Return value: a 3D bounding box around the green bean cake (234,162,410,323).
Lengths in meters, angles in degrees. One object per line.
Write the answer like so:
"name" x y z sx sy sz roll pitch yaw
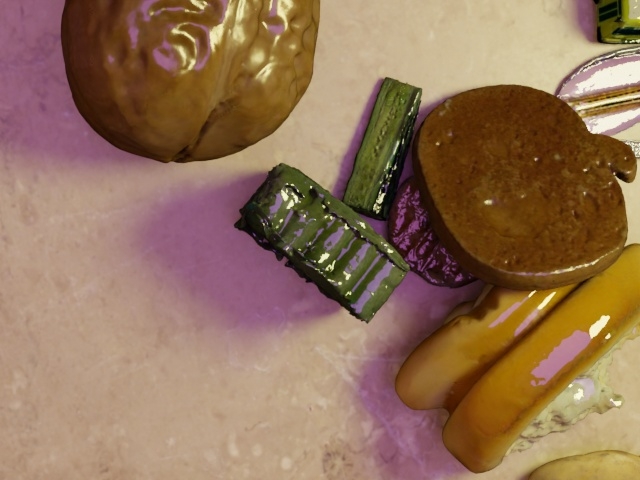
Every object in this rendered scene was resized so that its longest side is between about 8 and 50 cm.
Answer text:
"green bean cake" 0.000 0.000 1.700 0.241 0.255 0.132 41 87 -3

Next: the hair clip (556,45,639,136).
"hair clip" 0.527 -0.241 1.835 0.359 0.095 0.110 -9 129 3

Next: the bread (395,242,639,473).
"bread" 0.331 0.155 1.779 0.424 0.329 0.245 -44 56 -1

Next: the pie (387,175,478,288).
"pie" 0.192 -0.018 1.820 0.195 0.046 0.195 0 93 -7

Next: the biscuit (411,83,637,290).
"biscuit" 0.304 -0.086 1.720 0.314 0.063 0.367 -13 53 -7

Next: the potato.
"potato" 0.445 0.409 1.843 0.235 0.128 0.161 -10 79 -1

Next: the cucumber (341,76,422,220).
"cucumber" 0.104 -0.138 1.797 0.078 0.062 0.211 17 85 37

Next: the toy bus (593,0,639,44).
"toy bus" 0.482 -0.432 1.767 0.128 0.150 0.262 -4 93 -7

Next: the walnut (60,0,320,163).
"walnut" -0.180 -0.303 1.635 0.354 0.308 0.398 11 94 -40

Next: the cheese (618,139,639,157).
"cheese" 0.551 -0.144 1.851 0.192 0.037 0.097 0 93 -7
